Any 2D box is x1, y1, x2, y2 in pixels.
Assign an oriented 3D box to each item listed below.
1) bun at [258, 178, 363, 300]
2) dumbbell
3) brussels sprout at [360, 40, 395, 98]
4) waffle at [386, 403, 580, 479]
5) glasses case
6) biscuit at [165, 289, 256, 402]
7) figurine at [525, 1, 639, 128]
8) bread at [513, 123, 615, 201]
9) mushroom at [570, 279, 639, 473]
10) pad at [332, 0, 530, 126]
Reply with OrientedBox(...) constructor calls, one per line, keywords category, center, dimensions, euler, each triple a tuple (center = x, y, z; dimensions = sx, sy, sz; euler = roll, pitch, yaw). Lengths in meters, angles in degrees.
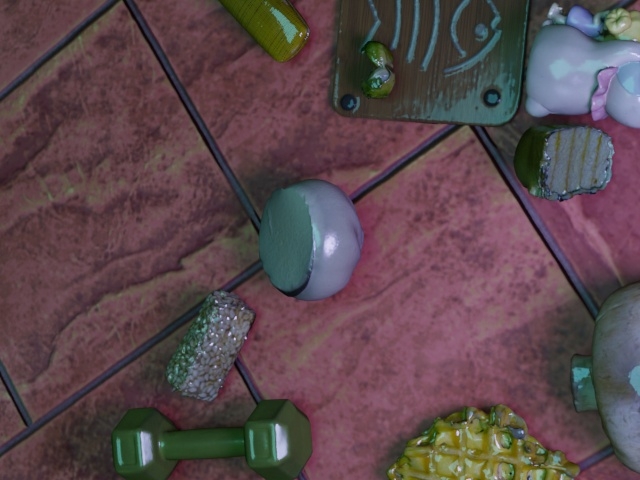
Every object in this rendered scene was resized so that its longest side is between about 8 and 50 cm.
OrientedBox(category="bun", center=(0.000, 0.000, 1.890), dimensions=(0.173, 0.120, 0.173), euler=(-2, 88, 59))
OrientedBox(category="dumbbell", center=(-0.163, 0.299, 1.967), dimensions=(0.302, 0.108, 0.121), euler=(-8, 85, 24))
OrientedBox(category="brussels sprout", center=(0.081, -0.241, 1.881), dimensions=(0.051, 0.046, 0.083), euler=(-1, 90, 18))
OrientedBox(category="waffle", center=(0.219, 0.361, 1.819), dimensions=(0.280, 0.060, 0.262), euler=(-44, 73, 18))
OrientedBox(category="glasses case", center=(-0.104, -0.361, 1.973), dimensions=(0.079, 0.064, 0.234), euler=(-47, 72, 18))
OrientedBox(category="biscuit", center=(-0.163, 0.156, 1.989), dimensions=(0.070, 0.082, 0.168), euler=(39, 107, 46))
OrientedBox(category="figurine", center=(0.393, -0.214, 1.718), dimensions=(0.235, 0.127, 0.155), euler=(15, 75, 22))
OrientedBox(category="bread", center=(0.299, -0.109, 1.748), dimensions=(0.110, 0.156, 0.103), euler=(19, 103, 43))
OrientedBox(category="mushroom", center=(0.401, 0.170, 1.671), dimensions=(0.195, 0.189, 0.253), euler=(-4, 80, 23))
OrientedBox(category="pad", center=(0.156, -0.309, 1.883), dimensions=(0.284, 0.018, 0.286), euler=(6, 93, 24))
